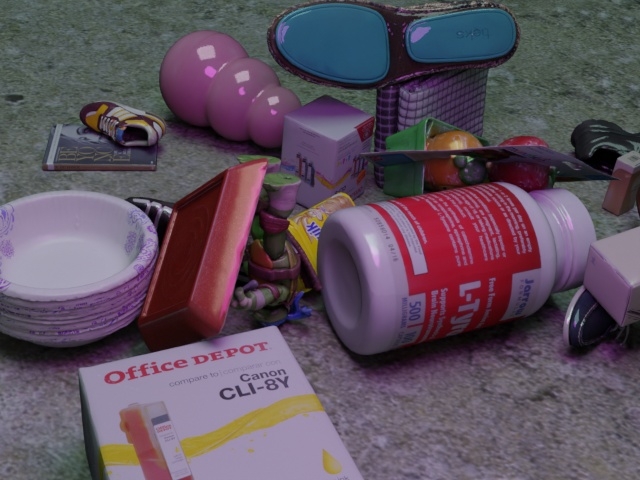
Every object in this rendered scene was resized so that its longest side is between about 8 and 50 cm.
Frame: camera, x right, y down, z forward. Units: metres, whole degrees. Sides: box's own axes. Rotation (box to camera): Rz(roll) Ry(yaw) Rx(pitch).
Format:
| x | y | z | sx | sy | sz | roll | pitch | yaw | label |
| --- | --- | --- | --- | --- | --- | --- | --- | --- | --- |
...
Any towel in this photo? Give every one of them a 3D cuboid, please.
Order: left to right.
| x | y | z | sx | sy | sz | roll | pitch | yaw | label |
| --- | --- | --- | --- | --- | --- | --- | --- | --- | --- |
| 0.217 | -0.250 | 1.845 | 0.121 | 0.235 | 0.284 | 23 | 39 | 33 | towel |

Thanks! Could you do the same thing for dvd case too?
| x | y | z | sx | sy | sz | roll | pitch | yaw | label |
| --- | --- | --- | --- | --- | --- | --- | --- | --- | --- |
| -0.445 | -0.192 | 1.870 | 0.221 | 0.018 | 0.164 | 0 | 36 | -7 | dvd case |

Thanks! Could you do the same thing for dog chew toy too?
| x | y | z | sx | sy | sz | roll | pitch | yaw | label |
| --- | --- | --- | --- | --- | --- | --- | --- | --- | --- |
| -0.177 | -0.303 | 1.916 | 0.332 | 0.206 | 0.207 | 32 | 43 | 21 | dog chew toy |

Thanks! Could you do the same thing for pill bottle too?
| x | y | z | sx | sy | sz | roll | pitch | yaw | label |
| --- | --- | --- | --- | --- | --- | --- | --- | --- | --- |
| 0.219 | 0.031 | 1.449 | 0.408 | 0.229 | 0.229 | -11 | 38 | -21 | pill bottle |

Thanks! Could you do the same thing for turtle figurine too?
| x | y | z | sx | sy | sz | roll | pitch | yaw | label |
| --- | --- | --- | --- | --- | --- | --- | --- | --- | --- |
| -0.131 | 0.013 | 1.388 | 0.275 | 0.266 | 0.198 | 12 | 21 | 8 | turtle figurine |

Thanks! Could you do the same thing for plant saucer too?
| x | y | z | sx | sy | sz | roll | pitch | yaw | label |
| --- | --- | --- | --- | --- | --- | --- | --- | --- | --- |
| -0.179 | 0.020 | 1.302 | 0.048 | 0.258 | 0.259 | 24 | 67 | -24 | plant saucer |

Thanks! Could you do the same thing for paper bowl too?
| x | y | z | sx | sy | sz | roll | pitch | yaw | label |
| --- | --- | --- | --- | --- | --- | --- | --- | --- | --- |
| -0.393 | 0.054 | 1.418 | 0.284 | 0.148 | 0.284 | 3 | 35 | -2 | paper bowl |

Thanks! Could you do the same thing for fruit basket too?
| x | y | z | sx | sy | sz | roll | pitch | yaw | label |
| --- | --- | --- | --- | --- | --- | --- | --- | --- | --- |
| 0.299 | -0.115 | 1.611 | 0.353 | 0.165 | 0.327 | 7 | -2 | 39 | fruit basket |

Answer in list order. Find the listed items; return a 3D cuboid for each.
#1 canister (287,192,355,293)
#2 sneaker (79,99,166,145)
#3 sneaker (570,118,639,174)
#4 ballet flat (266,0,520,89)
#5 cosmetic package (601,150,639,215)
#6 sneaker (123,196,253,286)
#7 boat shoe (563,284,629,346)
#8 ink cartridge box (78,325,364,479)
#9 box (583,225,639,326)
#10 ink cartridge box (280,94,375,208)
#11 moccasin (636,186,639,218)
| x | y | z | sx | sy | sz | roll | pitch | yaw | label |
| --- | --- | --- | --- | --- | --- | --- | --- | --- | --- |
| 0.000 | 0.000 | 1.564 | 0.170 | 0.126 | 0.073 | -31 | 4 | -43 | canister |
| -0.412 | -0.235 | 1.859 | 0.186 | 0.069 | 0.084 | 10 | 29 | 9 | sneaker |
| 0.674 | -0.177 | 1.921 | 0.286 | 0.109 | 0.130 | 2 | 41 | 12 | sneaker |
| 0.127 | -0.367 | 1.711 | 0.483 | 0.164 | 0.182 | -6 | 9 | -13 | ballet flat |
| 0.598 | -0.112 | 1.793 | 0.060 | 0.115 | 0.041 | -26 | 46 | -34 | cosmetic package |
| -0.202 | -0.021 | 1.601 | 0.281 | 0.106 | 0.162 | 24 | 33 | 8 | sneaker |
| 0.477 | 0.110 | 1.491 | 0.079 | 0.095 | 0.254 | 18 | 27 | 37 | boat shoe |
| -0.116 | 0.299 | 1.092 | 0.279 | 0.160 | 0.384 | -10 | 37 | -21 | ink cartridge box |
| 0.558 | 0.029 | 1.423 | 0.275 | 0.094 | 0.113 | -17 | 44 | -13 | box |
| 0.010 | -0.160 | 1.743 | 0.127 | 0.176 | 0.128 | 28 | 42 | 25 | ink cartridge box |
| 0.661 | 0.024 | 1.606 | 0.139 | 0.147 | 0.380 | -16 | 42 | -4 | moccasin |
